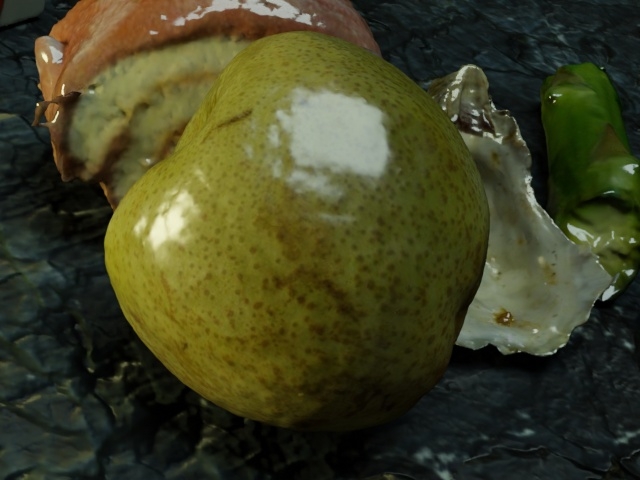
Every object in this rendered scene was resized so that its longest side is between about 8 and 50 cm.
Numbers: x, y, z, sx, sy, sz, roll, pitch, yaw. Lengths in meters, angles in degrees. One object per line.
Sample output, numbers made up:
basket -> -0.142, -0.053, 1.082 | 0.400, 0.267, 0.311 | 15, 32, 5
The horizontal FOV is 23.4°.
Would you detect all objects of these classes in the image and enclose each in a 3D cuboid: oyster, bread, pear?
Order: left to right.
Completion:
bread -> -0.074, -0.092, 1.028 | 0.244, 0.190, 0.123 | 4, 22, -19
pear -> 0.000, 0.000, 0.900 | 0.211, 0.188, 0.228 | 37, 72, -6
oyster -> 0.104, -0.011, 1.099 | 0.161, 0.107, 0.233 | 11, 51, -24

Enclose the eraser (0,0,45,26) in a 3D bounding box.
eraser -> -0.272, -0.213, 1.112 | 0.038, 0.157, 0.230 | 30, 32, 20

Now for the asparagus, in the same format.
asparagus -> 0.218, -0.073, 1.260 | 0.082, 0.085, 0.343 | -2, 33, 8
